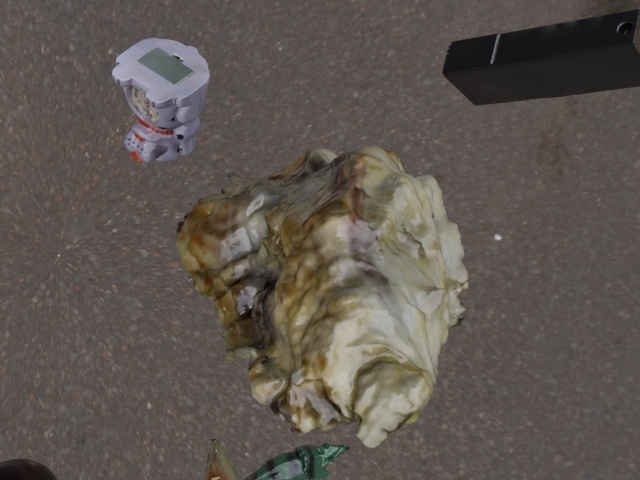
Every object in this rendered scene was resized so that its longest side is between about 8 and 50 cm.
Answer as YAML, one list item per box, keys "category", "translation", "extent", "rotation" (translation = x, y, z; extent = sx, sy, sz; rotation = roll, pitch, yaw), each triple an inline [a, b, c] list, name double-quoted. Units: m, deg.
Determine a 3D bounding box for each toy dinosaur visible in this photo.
- category: "toy dinosaur"
  translation: [-0.078, 0.463, 1.468]
  extent: [0.292, 0.120, 0.079]
  rotation: [-28, 67, 9]

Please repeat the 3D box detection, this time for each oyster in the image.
- category: "oyster"
  translation: [0.002, -0.003, 0.543]
  extent: [0.201, 0.354, 0.107]
  rotation: [-21, 126, -12]

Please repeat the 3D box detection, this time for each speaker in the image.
- category: "speaker"
  translation: [0.248, -0.196, 0.811]
  extent: [0.082, 0.218, 0.044]
  rotation: [29, 70, -42]

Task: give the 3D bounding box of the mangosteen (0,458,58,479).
- category: "mangosteen"
  translation: [-0.397, 0.366, 0.984]
  extent: [0.152, 0.152, 0.153]
  rotation: [0, 89, -19]

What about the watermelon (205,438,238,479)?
- category: "watermelon"
  translation: [-0.089, 0.302, 0.638]
  extent: [0.063, 0.119, 0.245]
  rotation: [0, 48, 3]

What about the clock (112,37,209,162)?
- category: "clock"
  translation: [-0.323, -0.261, 1.531]
  extent: [0.188, 0.254, 0.189]
  rotation: [7, 50, -8]
